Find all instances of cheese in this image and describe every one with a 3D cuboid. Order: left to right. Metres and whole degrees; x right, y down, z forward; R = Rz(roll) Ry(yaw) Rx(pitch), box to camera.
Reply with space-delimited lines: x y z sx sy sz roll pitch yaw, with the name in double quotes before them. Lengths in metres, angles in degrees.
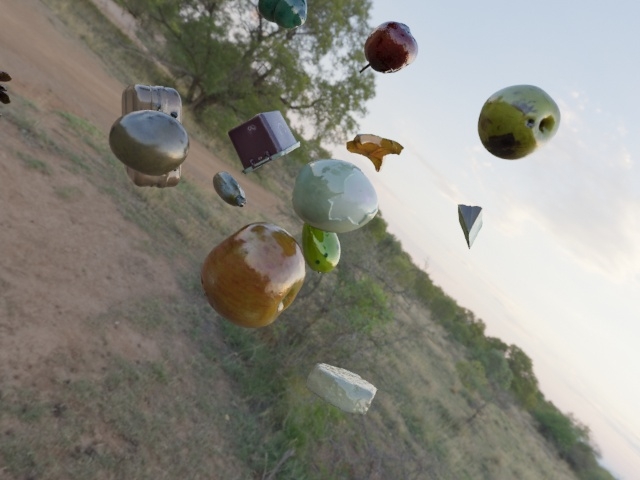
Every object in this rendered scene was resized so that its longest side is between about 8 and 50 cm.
"cheese" 0.095 0.616 1.742 0.317 0.115 0.326 27 -7 -36

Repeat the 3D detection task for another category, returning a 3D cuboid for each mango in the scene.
"mango" 0.000 0.000 1.847 0.175 0.294 0.143 -6 3 -29

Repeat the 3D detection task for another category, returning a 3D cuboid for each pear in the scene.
"pear" 0.714 -0.423 1.520 0.283 0.283 0.283 44 4 -3

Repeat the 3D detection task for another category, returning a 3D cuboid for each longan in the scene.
"longan" -0.428 -0.246 1.053 0.187 0.168 0.167 13 22 -33

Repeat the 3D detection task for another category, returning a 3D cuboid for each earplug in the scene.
"earplug" -0.159 -0.861 1.433 0.280 0.164 0.257 43 2 2

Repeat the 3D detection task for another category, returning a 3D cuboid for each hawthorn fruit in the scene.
"hawthorn fruit" 0.275 -0.816 1.802 0.210 0.265 0.230 51 27 -29

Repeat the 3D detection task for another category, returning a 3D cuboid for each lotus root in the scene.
"lotus root" -0.347 -0.190 1.612 0.192 0.088 0.113 46 -15 32

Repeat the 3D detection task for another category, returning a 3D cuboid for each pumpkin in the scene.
"pumpkin" 0.260 -0.458 2.131 0.257 0.095 0.290 15 -12 -14

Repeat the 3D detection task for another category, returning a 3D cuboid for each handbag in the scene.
"handbag" -0.538 -0.333 1.312 0.149 0.302 0.283 -7 25 -31

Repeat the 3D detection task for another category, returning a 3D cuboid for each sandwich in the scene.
"sandwich" 0.408 -0.040 1.191 0.074 0.116 0.074 14 -40 34

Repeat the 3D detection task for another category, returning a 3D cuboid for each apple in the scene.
"apple" -0.235 0.135 1.535 0.334 0.400 0.400 54 5 6

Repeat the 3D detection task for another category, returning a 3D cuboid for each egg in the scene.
"egg" 0.061 -0.168 1.597 0.335 0.279 0.278 11 -10 23

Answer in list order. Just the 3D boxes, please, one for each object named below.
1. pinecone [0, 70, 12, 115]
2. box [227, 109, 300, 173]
"pinecone" -1.001 -0.433 1.188 0.201 0.229 0.203 42 -27 12
"box" -0.214 -0.380 1.583 0.168 0.193 0.294 62 17 -13
